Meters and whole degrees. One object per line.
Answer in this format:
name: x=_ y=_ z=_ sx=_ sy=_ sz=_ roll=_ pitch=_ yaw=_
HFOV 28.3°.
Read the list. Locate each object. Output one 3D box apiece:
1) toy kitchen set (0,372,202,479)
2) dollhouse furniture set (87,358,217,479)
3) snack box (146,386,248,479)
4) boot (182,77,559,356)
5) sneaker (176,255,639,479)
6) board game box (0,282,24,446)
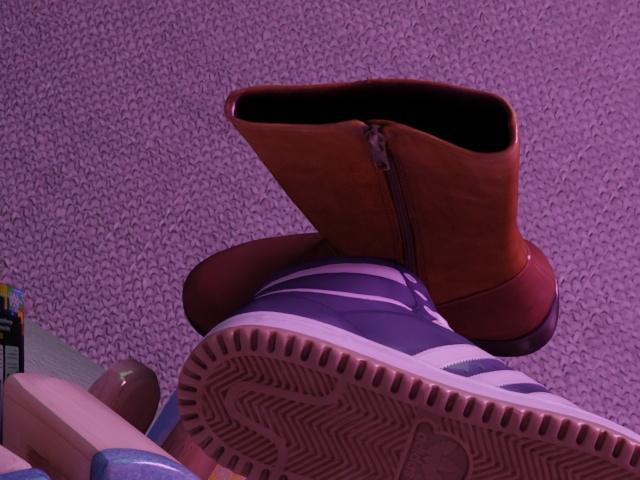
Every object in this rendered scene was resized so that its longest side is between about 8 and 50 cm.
toy kitchen set: x=-0.110 y=0.138 z=0.289 sx=0.207 sy=0.166 sz=0.122 roll=-8 pitch=19 yaw=-35
dollhouse furniture set: x=0.075 y=0.202 z=0.740 sx=0.362 sy=0.256 sz=0.394 roll=30 pitch=-7 yaw=18
snack box: x=-0.055 y=0.193 z=0.922 sx=0.070 sy=0.174 sz=0.207 roll=26 pitch=-9 yaw=35
boot: x=0.000 y=0.000 z=0.741 sx=0.264 sy=0.096 sz=0.280 roll=8 pitch=-19 yaw=20
sneaker: x=0.077 y=0.093 z=0.632 sx=0.282 sy=0.099 sz=0.153 roll=24 pitch=15 yaw=0
board game box: x=-0.193 y=0.090 z=0.667 sx=0.048 sy=0.141 sz=0.170 roll=0 pitch=-7 yaw=-3
